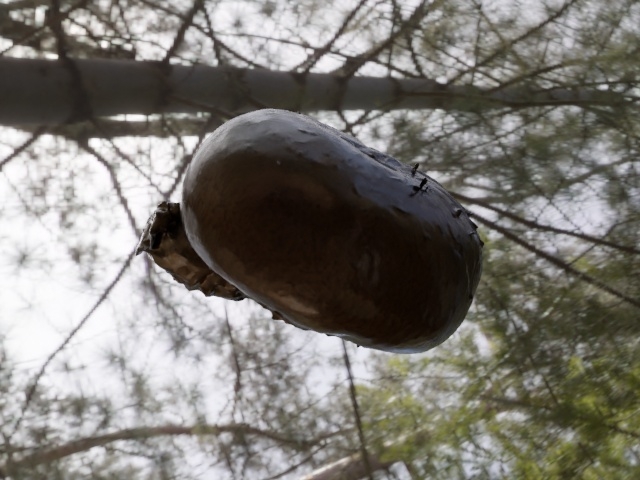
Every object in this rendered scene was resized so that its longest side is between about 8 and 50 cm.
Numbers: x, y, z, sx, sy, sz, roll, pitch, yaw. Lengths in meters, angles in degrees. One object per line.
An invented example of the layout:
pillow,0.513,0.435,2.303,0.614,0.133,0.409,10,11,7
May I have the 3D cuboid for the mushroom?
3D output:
mushroom,-0.002,-0.014,0.784,0.278,0.297,0.163,13,-79,-4
